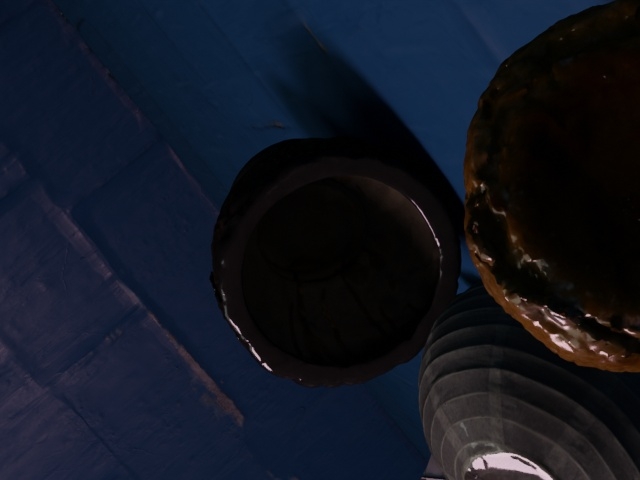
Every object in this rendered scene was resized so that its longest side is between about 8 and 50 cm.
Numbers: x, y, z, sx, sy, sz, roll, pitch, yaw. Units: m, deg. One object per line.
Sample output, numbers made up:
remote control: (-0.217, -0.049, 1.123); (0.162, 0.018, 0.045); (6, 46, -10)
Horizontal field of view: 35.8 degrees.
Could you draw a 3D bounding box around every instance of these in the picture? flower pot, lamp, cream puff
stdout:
flower pot: (0.000, 0.000, 1.133); (0.266, 0.266, 0.267); (52, -178, -18)
lamp: (0.206, 0.144, 0.837); (0.265, 0.233, 0.233); (42, 170, 3)
cream puff: (0.169, -0.019, 0.534); (0.183, 0.183, 0.169); (47, -175, 15)

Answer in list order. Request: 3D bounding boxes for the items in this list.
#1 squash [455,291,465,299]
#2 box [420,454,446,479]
squash: (0.239, 0.141, 1.113); (0.080, 0.071, 0.318); (-5, -143, -48)
box: (0.298, 0.350, 1.255); (0.173, 0.145, 0.333); (-9, 126, 47)
